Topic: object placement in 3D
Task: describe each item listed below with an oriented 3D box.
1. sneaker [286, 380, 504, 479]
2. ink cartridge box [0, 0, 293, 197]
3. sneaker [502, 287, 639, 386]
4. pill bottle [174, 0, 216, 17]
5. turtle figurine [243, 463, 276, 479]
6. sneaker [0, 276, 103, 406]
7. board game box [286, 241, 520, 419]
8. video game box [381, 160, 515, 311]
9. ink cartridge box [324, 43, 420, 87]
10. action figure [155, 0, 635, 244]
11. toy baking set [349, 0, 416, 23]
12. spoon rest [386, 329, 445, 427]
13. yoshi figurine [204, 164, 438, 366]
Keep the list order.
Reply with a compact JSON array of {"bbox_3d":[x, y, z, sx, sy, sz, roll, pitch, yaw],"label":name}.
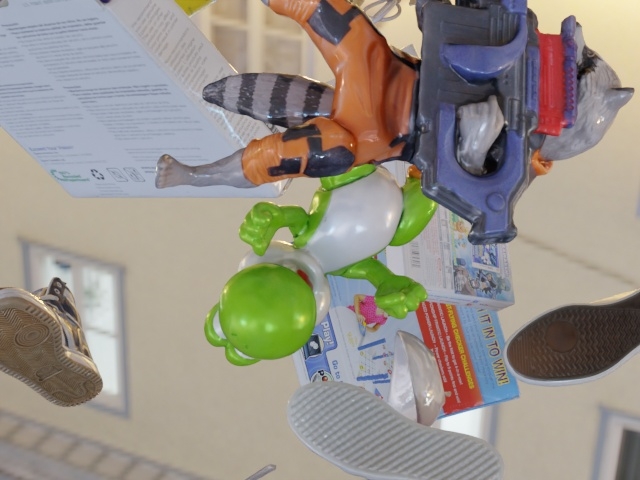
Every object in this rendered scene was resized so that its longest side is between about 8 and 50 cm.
[{"bbox_3d":[0.087,0.272,1.854,0.282,0.161,0.102,23,-105,4],"label":"sneaker"},{"bbox_3d":[-0.225,-0.162,1.359,0.324,0.330,0.071,3,-127,44],"label":"ink cartridge box"},{"bbox_3d":[0.371,0.131,1.929,0.290,0.123,0.106,-17,-104,-12],"label":"sneaker"},{"bbox_3d":[-0.256,-0.329,1.804,0.334,0.188,0.188,-32,-145,-1],"label":"pill bottle"},{"bbox_3d":[-0.096,0.366,1.559,0.274,0.198,0.266,-23,174,11],"label":"turtle figurine"},{"bbox_3d":[-0.378,0.098,1.882,0.099,0.282,0.153,-26,-122,1],"label":"sneaker"},{"bbox_3d":[0.104,0.122,2.117,0.301,0.308,0.086,-16,171,4],"label":"board game box"},{"bbox_3d":[0.170,-0.015,1.969,0.187,0.048,0.205,9,-114,-30],"label":"video game box"},{"bbox_3d":[0.073,-0.178,2.099,0.203,0.086,0.148,-25,-138,6],"label":"ink cartridge box"},{"bbox_3d":[0.070,-0.147,1.096,0.330,0.178,0.341,11,-110,5],"label":"action figure"},{"bbox_3d":[0.094,-0.349,2.074,0.256,0.030,0.197,4,-146,45],"label":"toy baking set"},{"bbox_3d":[0.125,0.228,1.963,0.084,0.276,0.137,-14,-128,0],"label":"spoon rest"},{"bbox_3d":[0.009,0.012,1.652,0.203,0.362,0.203,46,-173,31],"label":"yoshi figurine"}]
